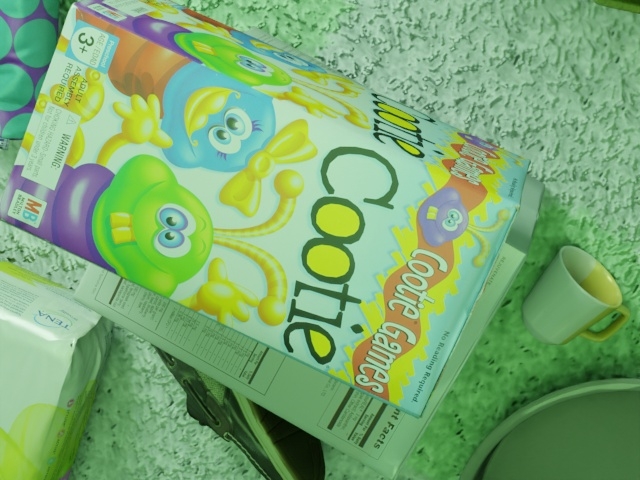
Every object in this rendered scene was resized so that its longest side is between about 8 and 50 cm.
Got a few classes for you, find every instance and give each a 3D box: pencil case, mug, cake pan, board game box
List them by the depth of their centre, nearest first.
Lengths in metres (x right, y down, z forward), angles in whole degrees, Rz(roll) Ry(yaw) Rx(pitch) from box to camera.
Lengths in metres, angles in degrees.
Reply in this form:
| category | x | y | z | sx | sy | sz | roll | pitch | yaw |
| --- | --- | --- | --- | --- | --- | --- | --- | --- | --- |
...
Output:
| category | x | y | z | sx | sy | sz | roll | pitch | yaw |
| --- | --- | --- | --- | --- | --- | --- | --- | --- | --- |
| board game box | -0.028 | -0.031 | 0.871 | 0.275 | 0.144 | 0.142 | 25 | 107 | 4 |
| mug | 0.194 | 0.053 | 1.104 | 0.078 | 0.062 | 0.064 | 43 | 118 | 5 |
| pencil case | -0.245 | -0.153 | 1.139 | 0.070 | 0.064 | 0.152 | 3 | 108 | -14 |
| cake pan | 0.250 | 0.239 | 1.148 | 0.293 | 0.054 | 0.293 | 4 | 107 | 12 |

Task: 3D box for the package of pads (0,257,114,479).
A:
| category | x | y | z | sx | sy | sz | roll | pitch | yaw |
| --- | --- | --- | --- | --- | --- | --- | --- | --- | --- |
| package of pads | -0.318 | 0.151 | 1.222 | 0.229 | 0.101 | 0.297 | 23 | 112 | 7 |

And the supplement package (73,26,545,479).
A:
| category | x | y | z | sx | sy | sz | roll | pitch | yaw |
| --- | --- | --- | --- | --- | --- | --- | --- | --- | --- |
| supplement package | 0.000 | 0.000 | 1.056 | 0.262 | 0.199 | 0.198 | 29 | 110 | 3 |

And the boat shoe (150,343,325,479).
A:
| category | x | y | z | sx | sy | sz | roll | pitch | yaw |
| --- | --- | --- | --- | --- | --- | --- | --- | --- | --- |
| boat shoe | -0.078 | 0.120 | 1.179 | 0.073 | 0.080 | 0.224 | -32 | 92 | 25 |

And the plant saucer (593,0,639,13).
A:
| category | x | y | z | sx | sy | sz | roll | pitch | yaw |
| --- | --- | --- | --- | --- | --- | --- | --- | --- | --- |
| plant saucer | 0.262 | -0.242 | 0.963 | 0.045 | 0.188 | 0.188 | 40 | 117 | 43 |
